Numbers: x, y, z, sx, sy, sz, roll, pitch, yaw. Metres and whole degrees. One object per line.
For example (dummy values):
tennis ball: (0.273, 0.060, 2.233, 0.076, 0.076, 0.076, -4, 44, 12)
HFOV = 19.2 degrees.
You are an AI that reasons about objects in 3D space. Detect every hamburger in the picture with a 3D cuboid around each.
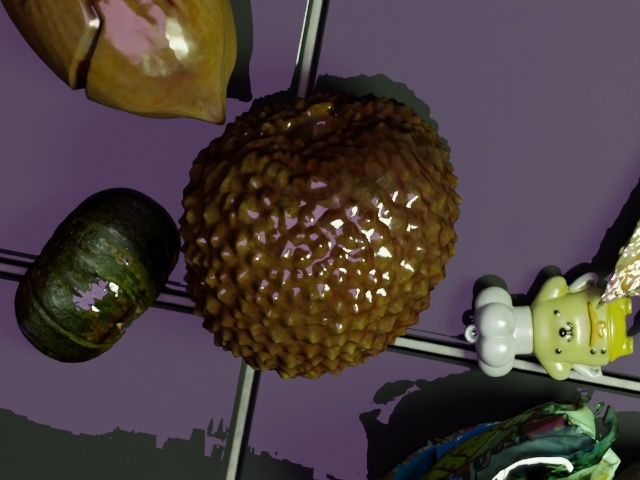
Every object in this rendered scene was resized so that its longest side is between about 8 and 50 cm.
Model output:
hamburger: (0.167, 0.251, 1.754, 0.261, 0.276, 0.150, -23, 89, 4)

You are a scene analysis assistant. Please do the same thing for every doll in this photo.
doll: (0.220, 0.086, 1.833, 0.163, 0.062, 0.106, -4, 94, 4)

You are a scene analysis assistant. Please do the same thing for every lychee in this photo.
lychee: (0.000, 0.000, 1.740, 0.268, 0.267, 0.267, 0, 99, 2)

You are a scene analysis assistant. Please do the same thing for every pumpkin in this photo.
pumpkin: (-0.222, 0.042, 1.821, 0.119, 0.107, 0.183, 38, 97, 1)

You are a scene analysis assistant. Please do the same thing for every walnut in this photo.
walnut: (-0.179, -0.223, 1.723, 0.203, 0.203, 0.298, -40, 80, 7)

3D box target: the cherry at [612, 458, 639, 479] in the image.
cherry: (0.329, 0.308, 1.799, 0.184, 0.266, 0.213, 22, 100, 35)

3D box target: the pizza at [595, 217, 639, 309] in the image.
pizza: (0.369, 0.005, 1.813, 0.181, 0.034, 0.262, 33, 87, -9)
